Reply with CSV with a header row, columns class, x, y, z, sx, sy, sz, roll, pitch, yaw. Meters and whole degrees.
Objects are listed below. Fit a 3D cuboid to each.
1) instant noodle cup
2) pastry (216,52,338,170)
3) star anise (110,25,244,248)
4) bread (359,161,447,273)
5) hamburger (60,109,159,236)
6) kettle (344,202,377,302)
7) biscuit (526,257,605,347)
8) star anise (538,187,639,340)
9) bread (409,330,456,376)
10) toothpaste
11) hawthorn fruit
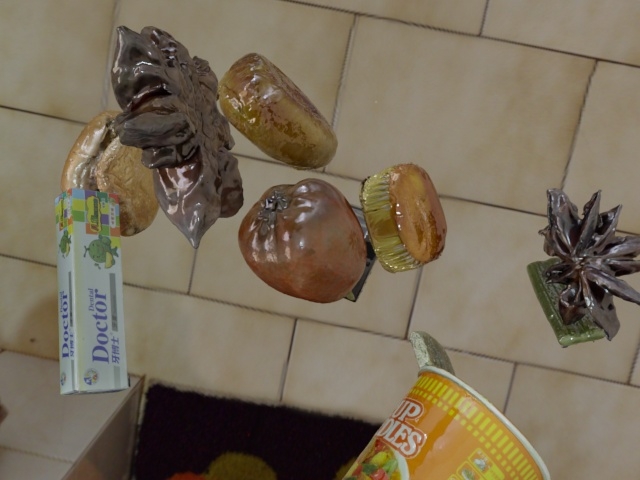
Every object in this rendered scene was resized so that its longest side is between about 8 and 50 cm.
class,x,y,z,sx,sy,sz,roll,pitch,yaw
instant noodle cup,0.095,0.242,0.687,0.185,0.168,0.168,-42,96,-15
pastry,-0.105,-0.298,1.735,0.164,0.356,0.356,-43,95,9
star anise,-0.190,-0.145,0.963,0.108,0.315,0.315,-15,99,9
bread,0.153,-0.041,1.301,0.114,0.132,0.190,-17,95,45
hamburger,-0.397,-0.135,1.418,0.146,0.286,0.243,10,103,9
kettle,0.005,-0.012,1.629,0.271,0.251,0.207,25,105,5
biscuit,0.493,0.113,1.470,0.099,0.322,0.038,-10,114,8
star anise,0.473,0.036,1.268,0.129,0.212,0.282,-6,73,-34
bread,0.235,0.260,1.387,0.036,0.112,0.192,-22,78,29
toothpaste,-0.182,0.039,0.576,0.034,0.046,0.164,-20,70,43
hawthorn fruit,-0.012,0.022,1.183,0.200,0.199,0.251,-30,122,9
